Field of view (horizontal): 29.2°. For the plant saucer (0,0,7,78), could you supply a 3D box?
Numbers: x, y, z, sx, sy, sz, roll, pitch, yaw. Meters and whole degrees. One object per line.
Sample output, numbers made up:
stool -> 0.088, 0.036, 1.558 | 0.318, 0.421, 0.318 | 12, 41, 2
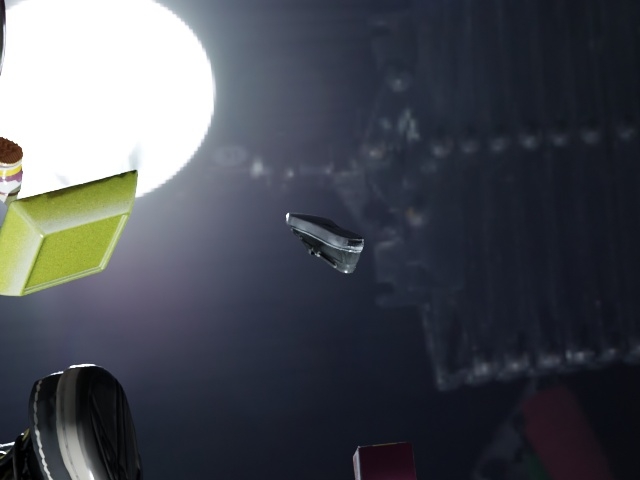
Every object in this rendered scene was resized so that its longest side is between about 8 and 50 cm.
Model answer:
plant saucer -> -0.426, -0.196, 1.161 | 0.084, 0.332, 0.332 | 15, -65, 38

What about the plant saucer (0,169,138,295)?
plant saucer -> -0.329, 0.001, 1.590 | 0.045, 0.188, 0.188 | 54, -42, 20

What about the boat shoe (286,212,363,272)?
boat shoe -> 0.000, 0.000, 1.355 | 0.142, 0.049, 0.040 | 28, -70, 59

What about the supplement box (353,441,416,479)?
supplement box -> 0.062, 0.225, 1.201 | 0.083, 0.055, 0.043 | 99, -14, -74

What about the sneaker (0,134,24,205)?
sneaker -> -0.448, -0.104, 1.504 | 0.069, 0.185, 0.084 | -43, 154, -49

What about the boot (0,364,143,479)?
boot -> -0.308, 0.223, 1.110 | 0.377, 0.284, 0.138 | 97, -11, -67
